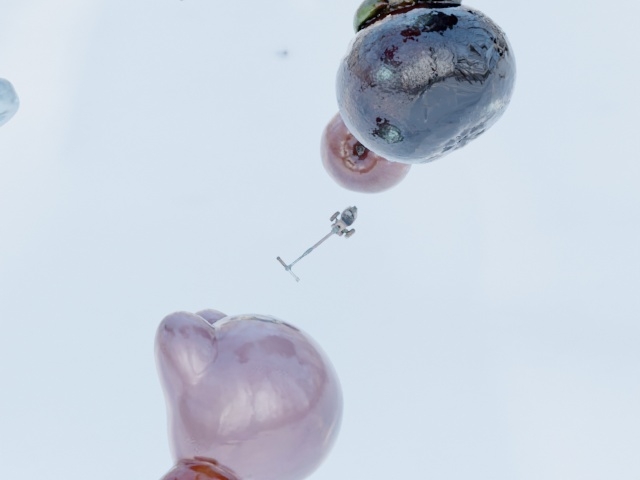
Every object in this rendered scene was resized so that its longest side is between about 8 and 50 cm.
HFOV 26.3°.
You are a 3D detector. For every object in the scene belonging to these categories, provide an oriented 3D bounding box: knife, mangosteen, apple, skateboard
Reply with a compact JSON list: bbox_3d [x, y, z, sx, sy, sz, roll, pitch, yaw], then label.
[{"bbox_3d":[-0.395,-0.122,1.514,0.080,0.044,0.331,-26,4,-23],"label":"knife"},{"bbox_3d":[0.113,-0.198,1.616,0.216,0.216,0.216,-2,27,1],"label":"mangosteen"},{"bbox_3d":[0.072,-0.147,2.165,0.153,0.153,0.120,5,15,15],"label":"apple"},{"bbox_3d":[0.000,0.000,1.324,0.083,0.032,0.064,-39,-5,-17],"label":"skateboard"}]

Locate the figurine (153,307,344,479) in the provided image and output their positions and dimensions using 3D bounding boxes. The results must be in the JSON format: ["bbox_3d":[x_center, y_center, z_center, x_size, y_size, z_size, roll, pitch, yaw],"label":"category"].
[{"bbox_3d":[-0.078,0.210,1.614,0.211,0.261,0.270,0,-4,10],"label":"figurine"}]
